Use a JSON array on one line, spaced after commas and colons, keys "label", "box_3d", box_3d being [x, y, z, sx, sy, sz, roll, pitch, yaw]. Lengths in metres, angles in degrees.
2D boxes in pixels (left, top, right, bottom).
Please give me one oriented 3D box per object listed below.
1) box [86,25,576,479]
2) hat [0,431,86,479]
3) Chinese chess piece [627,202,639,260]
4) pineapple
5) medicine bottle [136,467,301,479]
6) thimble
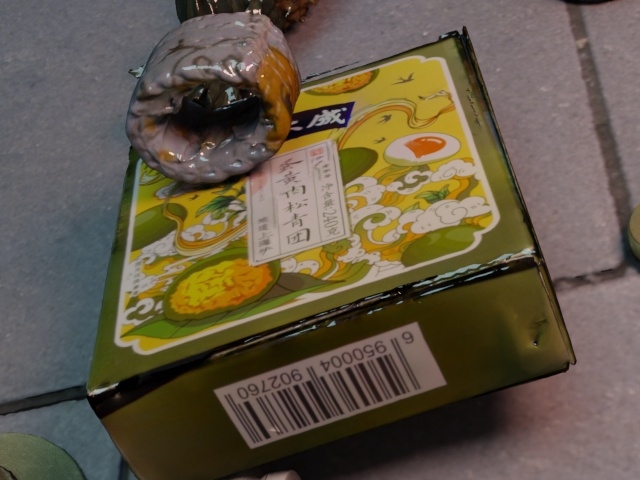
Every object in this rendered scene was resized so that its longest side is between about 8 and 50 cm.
[{"label": "box", "box_3d": [0.000, 0.000, 1.092, 0.373, 0.138, 0.420, -19, 32, 10]}, {"label": "hat", "box_3d": [-0.349, 0.254, 1.084, 0.257, 0.130, 0.257, -13, 46, 14]}, {"label": "Chinese chess piece", "box_3d": [0.321, -0.009, 1.087, 0.084, 0.034, 0.084, -14, 45, 15]}, {"label": "pineapple", "box_3d": [-0.103, -0.255, 1.410, 0.165, 0.165, 0.365, 5, 54, 28]}, {"label": "medicine bottle", "box_3d": [-0.087, 0.232, 1.021, 0.140, 0.079, 0.079, -8, 48, 18]}, {"label": "thimble", "box_3d": [-0.097, -0.133, 1.102, 0.151, 0.127, 0.118, -13, 35, 16]}]
